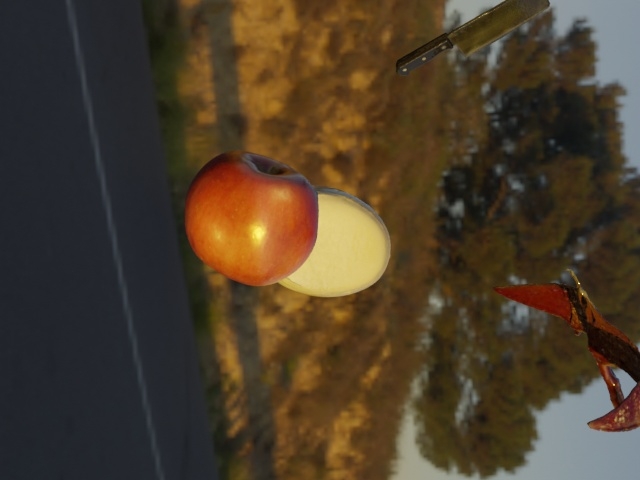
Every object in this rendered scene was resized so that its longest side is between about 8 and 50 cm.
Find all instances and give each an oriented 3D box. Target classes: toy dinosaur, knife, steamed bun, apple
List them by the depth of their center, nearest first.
[{"bbox_3d":[-0.078,-0.030,1.316,0.163,0.163,0.139,-93,-165,-61],"label":"apple"},{"bbox_3d":[0.326,0.134,1.486,0.206,0.113,0.327,69,-3,-53],"label":"toy dinosaur"},{"bbox_3d":[0.227,-0.303,1.717,0.072,0.245,0.019,43,25,-51],"label":"knife"},{"bbox_3d":[0.000,0.000,1.869,0.131,0.228,0.177,-157,-102,-74],"label":"steamed bun"}]
